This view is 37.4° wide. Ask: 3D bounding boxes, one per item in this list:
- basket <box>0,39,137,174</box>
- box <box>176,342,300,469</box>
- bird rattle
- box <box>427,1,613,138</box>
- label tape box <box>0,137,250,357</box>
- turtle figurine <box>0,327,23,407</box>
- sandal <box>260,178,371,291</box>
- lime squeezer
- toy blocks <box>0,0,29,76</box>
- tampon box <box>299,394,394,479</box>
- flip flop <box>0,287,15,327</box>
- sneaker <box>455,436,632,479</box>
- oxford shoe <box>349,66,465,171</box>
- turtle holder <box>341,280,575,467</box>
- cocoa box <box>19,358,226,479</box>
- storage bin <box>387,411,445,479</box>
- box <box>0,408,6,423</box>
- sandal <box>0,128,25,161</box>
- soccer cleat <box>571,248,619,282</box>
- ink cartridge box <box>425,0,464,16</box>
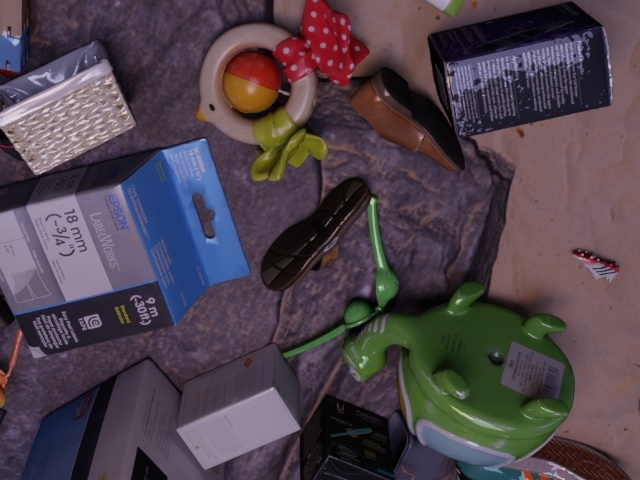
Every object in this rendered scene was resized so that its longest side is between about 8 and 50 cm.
[{"bbox_3d":[-0.340,-0.176,1.258,0.167,0.113,0.103,-27,121,-4],"label":"basket"},{"bbox_3d":[-0.126,0.259,1.485,0.171,0.130,0.091,-24,114,10],"label":"box"},{"bbox_3d":[-0.063,-0.209,1.264,0.207,0.143,0.253,20,112,6],"label":"bird rattle"},{"bbox_3d":[0.260,-0.227,1.247,0.207,0.153,0.108,-13,115,3],"label":"box"},{"bbox_3d":[-0.295,0.013,1.371,0.334,0.106,0.240,-14,117,5],"label":"label tape box"},{"bbox_3d":[-0.566,0.207,1.436,0.217,0.087,0.269,21,114,-16],"label":"turtle figurine"},{"bbox_3d":[0.000,0.000,1.401,0.219,0.090,0.060,-46,131,11],"label":"sandal"},{"bbox_3d":[0.052,0.085,1.447,0.110,0.059,0.310,22,114,-13],"label":"lime squeezer"},{"bbox_3d":[-0.502,-0.349,1.163,0.382,0.190,0.260,10,127,-7],"label":"toy blocks"},{"bbox_3d":[0.040,0.350,1.519,0.120,0.161,0.101,25,113,-12],"label":"tampon box"},{"bbox_3d":[-0.521,0.009,1.372,0.080,0.112,0.277,-5,123,17],"label":"flip flop"},{"bbox_3d":[0.373,0.403,1.594,0.302,0.108,0.121,17,116,-1],"label":"sneaker"},{"bbox_3d":[0.124,-0.157,1.318,0.076,0.076,0.212,-29,130,33],"label":"oxford shoe"},{"bbox_3d":[0.207,0.224,1.422,0.320,0.243,0.227,1,138,-16],"label":"turtle holder"},{"bbox_3d":[-0.305,0.398,1.427,0.228,0.347,0.231,-30,114,13],"label":"cocoa box"},{"bbox_3d":[0.151,0.366,1.575,0.091,0.098,0.135,13,116,-20],"label":"storage bin"},{"bbox_3d":[-0.601,0.276,1.519,0.169,0.054,0.059,28,112,-14],"label":"box"},{"bbox_3d":[-0.452,-0.163,1.313,0.179,0.040,0.067,37,110,-18],"label":"sandal"},{"bbox_3d":[0.420,0.040,1.454,0.083,0.029,0.035,19,110,-16],"label":"soccer cleat"},{"bbox_3d":[0.109,-0.431,1.172,0.255,0.097,0.188,29,112,-13],"label":"ink cartridge box"}]
